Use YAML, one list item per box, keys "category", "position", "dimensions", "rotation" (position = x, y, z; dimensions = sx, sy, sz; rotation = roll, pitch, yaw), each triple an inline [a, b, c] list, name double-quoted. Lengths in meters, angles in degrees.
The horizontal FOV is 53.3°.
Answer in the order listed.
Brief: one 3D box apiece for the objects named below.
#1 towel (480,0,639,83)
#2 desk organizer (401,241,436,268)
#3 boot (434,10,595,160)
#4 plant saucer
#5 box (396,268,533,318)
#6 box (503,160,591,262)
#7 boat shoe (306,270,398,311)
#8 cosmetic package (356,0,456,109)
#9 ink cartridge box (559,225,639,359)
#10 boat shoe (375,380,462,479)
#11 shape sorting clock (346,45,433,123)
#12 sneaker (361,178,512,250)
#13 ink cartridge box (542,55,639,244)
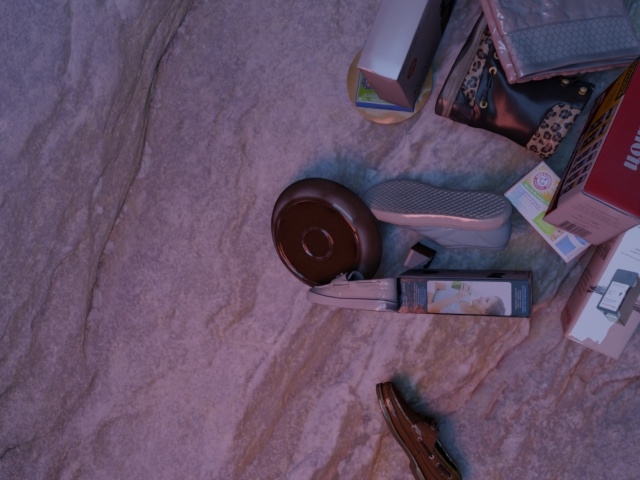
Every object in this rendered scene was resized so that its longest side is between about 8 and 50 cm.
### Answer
- category: "towel"
  position: [0.477, -0.487, 1.287]
  dimensions: [0.332, 0.053, 0.316]
  rotation: [-14, 84, -19]
- category: "desk organizer"
  position: [0.233, 0.040, 1.496]
  dimensions: [0.050, 0.130, 0.047]
  rotation: [28, 104, 13]
- category: "boot"
  position: [0.452, -0.382, 1.373]
  dimensions: [0.284, 0.138, 0.377]
  rotation: [31, 95, 8]
- category: "plant saucer"
  position: [0.000, 0.000, 1.563]
  dimensions: [0.311, 0.050, 0.310]
  rotation: [14, 119, 26]
- category: "box"
  position: [0.332, 0.117, 1.452]
  dimensions: [0.290, 0.169, 0.087]
  rotation: [1, 94, 21]
- category: "box"
  position: [0.514, -0.066, 1.400]
  dimensions: [0.114, 0.103, 0.203]
  rotation: [-44, 81, 18]
- category: "boat shoe"
  position: [0.071, 0.114, 1.487]
  dimensions: [0.268, 0.096, 0.088]
  rotation: [0, 82, 52]
- category: "cosmetic package"
  position: [0.209, -0.492, 1.342]
  dimensions: [0.098, 0.284, 0.376]
  rotation: [23, 96, 16]
- category: "ink cartridge box"
  position: [0.618, 0.086, 1.330]
  dimensions: [0.115, 0.198, 0.272]
  rotation: [26, 104, 14]
- category: "boat shoe"
  position: [0.242, 0.469, 1.560]
  dimensions: [0.105, 0.111, 0.307]
  rotation: [-27, 96, 16]
- category: "shape sorting clock"
  position: [0.164, -0.381, 1.522]
  dimensions: [0.207, 0.040, 0.206]
  rotation: [0, 89, 15]
- category: "sneaker"
  position: [0.262, -0.039, 1.482]
  dimensions: [0.366, 0.135, 0.150]
  rotation: [14, 138, 35]
- category: "ink cartridge box"
  position: [0.583, -0.177, 1.215]
  dimensions: [0.130, 0.272, 0.309]
  rotation: [26, 78, 5]
